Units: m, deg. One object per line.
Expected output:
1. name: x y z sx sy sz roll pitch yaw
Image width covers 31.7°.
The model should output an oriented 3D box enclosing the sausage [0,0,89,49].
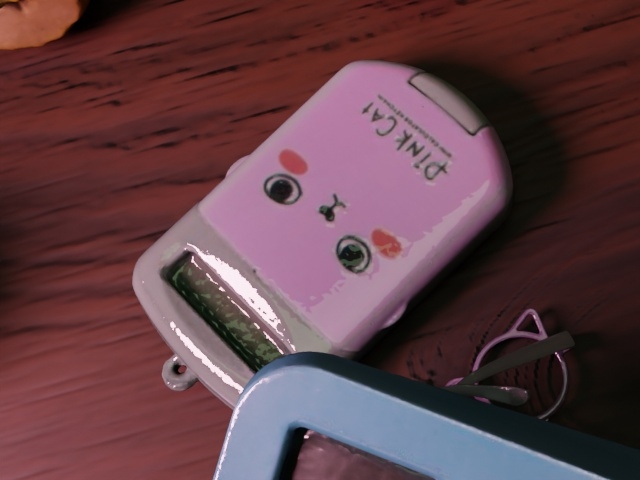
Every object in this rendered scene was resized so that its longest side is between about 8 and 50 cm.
1. sausage: -0.221 -0.284 0.772 0.112 0.112 0.328 -13 67 4

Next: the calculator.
1. calculator: 0.000 0.000 0.665 0.246 0.045 0.141 -43 70 -7

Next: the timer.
1. timer: 0.051 0.191 0.510 0.250 0.091 0.232 16 97 6

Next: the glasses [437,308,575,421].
1. glasses: 0.073 0.078 0.593 0.140 0.104 0.062 -27 71 2
